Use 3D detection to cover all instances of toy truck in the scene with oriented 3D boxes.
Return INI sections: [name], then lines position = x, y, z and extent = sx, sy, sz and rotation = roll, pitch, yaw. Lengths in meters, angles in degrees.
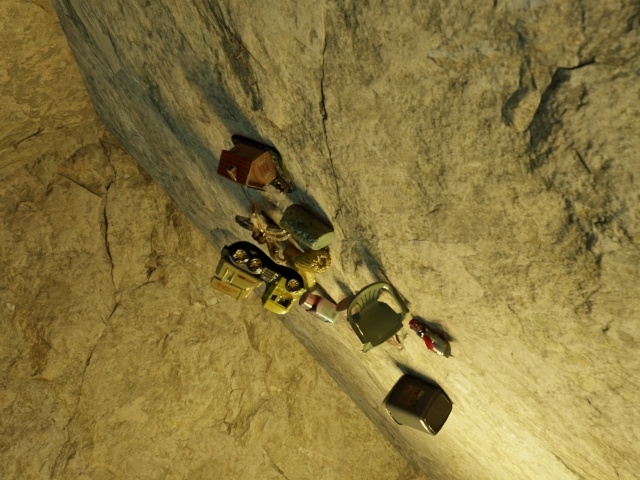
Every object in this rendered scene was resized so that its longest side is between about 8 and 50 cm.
[toy truck]
position = -0.285, 0.178, 1.932
extent = 0.405, 0.253, 0.180
rotation = 30, -176, -16

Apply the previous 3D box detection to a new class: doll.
[doll]
position = 0.382, 0.344, 1.473
extent = 0.195, 0.062, 0.104
rotation = 39, 142, 44

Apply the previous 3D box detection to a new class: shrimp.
[shrimp]
position = -0.231, -0.069, 1.964
extent = 0.161, 0.034, 0.091
rotation = 48, 159, -10

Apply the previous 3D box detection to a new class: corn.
[corn]
position = -0.031, 0.089, 1.765
extent = 0.101, 0.101, 0.310
rotation = 50, 163, -7

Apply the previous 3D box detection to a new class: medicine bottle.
[medicine bottle]
position = -0.011, 0.327, 2.102
extent = 0.188, 0.094, 0.119
rotation = 33, 161, -21

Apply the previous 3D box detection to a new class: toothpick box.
[toothpick box]
position = 0.145, 0.329, 1.861
extent = 0.148, 0.098, 0.098
rotation = 55, 159, -19

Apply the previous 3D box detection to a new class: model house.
[model house]
position = -0.253, -0.236, 1.526
extent = 0.294, 0.154, 0.207
rotation = 27, 151, 41

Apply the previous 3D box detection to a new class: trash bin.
[trash bin]
position = 0.422, 0.732, 1.914
extent = 0.182, 0.209, 0.290
rotation = 55, 153, -18

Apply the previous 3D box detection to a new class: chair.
[chair]
position = 0.190, 0.274, 1.530
extent = 0.190, 0.204, 0.274
rotation = 55, 167, 13

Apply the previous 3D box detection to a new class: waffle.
[waffle]
position = -0.100, 0.142, 2.063
extent = 0.168, 0.057, 0.274
rotation = 39, 159, 24

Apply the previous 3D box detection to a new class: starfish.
[starfish]
position = -0.244, -0.032, 1.883
extent = 0.312, 0.113, 0.303
rotation = 45, 151, 0

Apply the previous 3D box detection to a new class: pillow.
[pillow]
position = 0.275, 0.389, 1.792
extent = 0.118, 0.043, 0.185
rotation = 25, 151, 42

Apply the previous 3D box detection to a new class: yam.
[yam]
position = -0.048, -0.043, 1.542
extent = 0.194, 0.107, 0.107
rotation = 36, 157, 26

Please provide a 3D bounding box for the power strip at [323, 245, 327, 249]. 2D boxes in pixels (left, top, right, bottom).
[power strip]
position = 0.000, 0.000, 1.655
extent = 0.040, 0.016, 0.090
rotation = 30, 154, 41
